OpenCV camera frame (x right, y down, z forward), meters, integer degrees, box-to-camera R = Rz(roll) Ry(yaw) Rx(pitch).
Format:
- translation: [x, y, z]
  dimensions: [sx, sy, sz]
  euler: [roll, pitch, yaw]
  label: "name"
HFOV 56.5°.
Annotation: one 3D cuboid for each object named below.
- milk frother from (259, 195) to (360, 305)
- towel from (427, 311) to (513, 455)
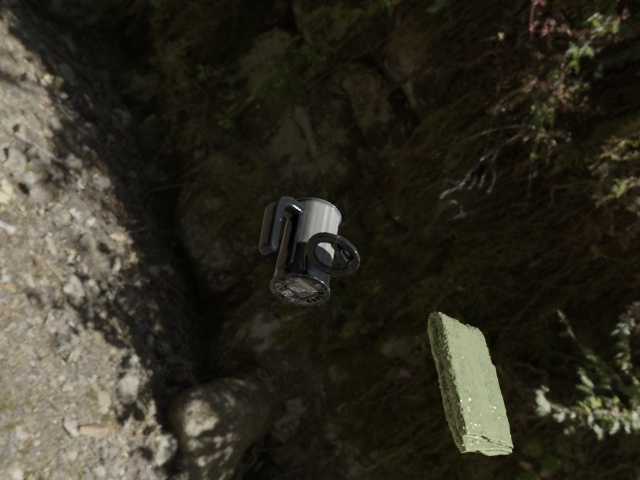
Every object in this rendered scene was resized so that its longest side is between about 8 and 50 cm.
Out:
- translation: [0.000, 0.000, 0.821]
  dimensions: [0.129, 0.143, 0.135]
  euler: [57, 34, -47]
  label: "milk frother"
- translation: [0.158, 0.154, 0.638]
  dimensions: [0.110, 0.027, 0.148]
  euler: [26, 46, -43]
  label: "towel"
